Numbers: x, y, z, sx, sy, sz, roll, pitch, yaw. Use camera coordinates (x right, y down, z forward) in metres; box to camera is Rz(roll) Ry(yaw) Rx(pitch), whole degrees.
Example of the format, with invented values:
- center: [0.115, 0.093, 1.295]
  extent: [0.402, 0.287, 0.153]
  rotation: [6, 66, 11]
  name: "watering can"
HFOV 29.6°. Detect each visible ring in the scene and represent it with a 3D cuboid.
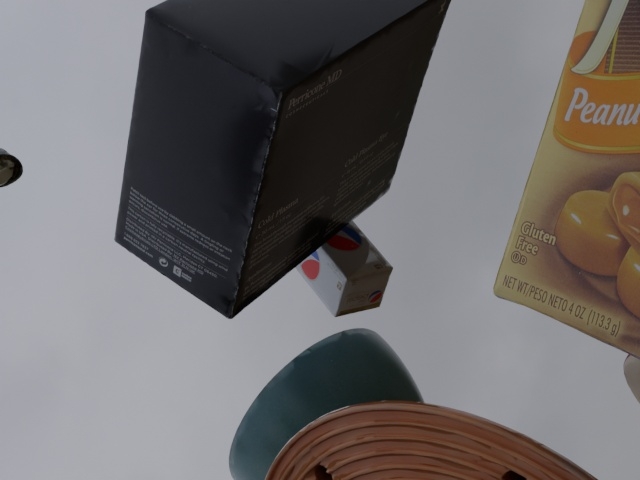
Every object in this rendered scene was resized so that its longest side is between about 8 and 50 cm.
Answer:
- center: [0.099, 0.238, 0.710]
  extent: [0.032, 0.336, 0.337]
  rotation: [-34, -51, -45]
  name: "ring"

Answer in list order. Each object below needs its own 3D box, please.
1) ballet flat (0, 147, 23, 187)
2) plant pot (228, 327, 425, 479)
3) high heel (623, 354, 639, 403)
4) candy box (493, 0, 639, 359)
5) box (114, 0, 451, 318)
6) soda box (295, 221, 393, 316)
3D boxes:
- center: [-0.481, -0.091, 1.650]
  extent: [0.188, 0.070, 0.070]
  rotation: [-24, -59, -54]
  name: "ballet flat"
- center: [0.047, 0.295, 1.670]
  extent: [0.290, 0.195, 0.290]
  rotation: [-30, -37, -26]
  name: "plant pot"
- center: [0.377, 0.146, 1.028]
  extent: [0.117, 0.244, 0.082]
  rotation: [-31, -39, -64]
  name: "high heel"
- center: [0.229, -0.086, 0.647]
  extent: [0.087, 0.183, 0.317]
  rotation: [5, -76, -47]
  name: "candy box"
- center: [-0.041, -0.144, 1.363]
  extent: [0.343, 0.179, 0.313]
  rotation: [-39, -25, -44]
  name: "box"
- center: [0.000, 0.000, 1.553]
  extent: [0.074, 0.216, 0.069]
  rotation: [-12, -46, -32]
  name: "soda box"
